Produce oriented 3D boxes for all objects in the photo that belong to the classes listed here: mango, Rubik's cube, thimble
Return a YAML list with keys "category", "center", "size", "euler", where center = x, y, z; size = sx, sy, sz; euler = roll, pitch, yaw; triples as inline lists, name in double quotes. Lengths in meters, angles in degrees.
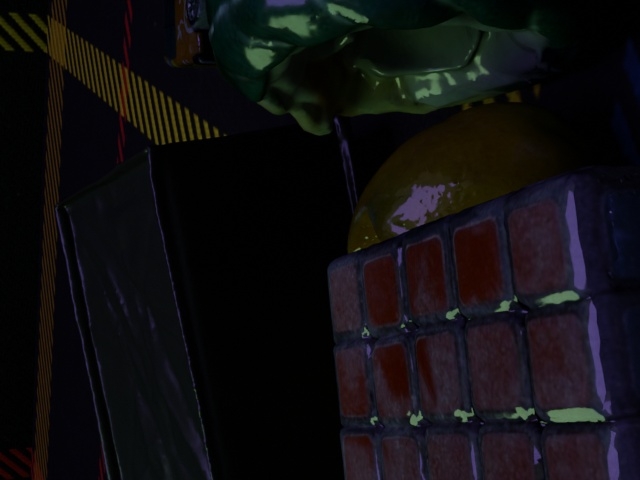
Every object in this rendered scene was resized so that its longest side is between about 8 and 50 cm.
- category: "mango"
  center: [0.097, 0.015, 0.751]
  size: [0.262, 0.167, 0.130]
  euler: [113, 160, -47]
- category: "Rubik's cube"
  center: [0.160, 0.098, 0.519]
  size: [0.238, 0.237, 0.237]
  euler: [-18, 77, 63]
- category: "thimble"
  center: [0.043, -0.180, 0.725]
  size: [0.288, 0.254, 0.167]
  euler: [157, 110, -66]

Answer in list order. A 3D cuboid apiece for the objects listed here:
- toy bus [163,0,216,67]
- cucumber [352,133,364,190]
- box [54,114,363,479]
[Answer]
- category: "toy bus"
  center: [-0.095, -0.323, 1.154]
  size: [0.167, 0.139, 0.275]
  euler: [-167, 75, -66]
- category: "cucumber"
  center: [0.000, 0.000, 1.081]
  size: [0.070, 0.046, 0.220]
  euler: [59, 144, 35]
- category: "box"
  center: [-0.085, 0.082, 1.004]
  size: [0.251, 0.205, 0.345]
  euler: [-16, 85, 58]
